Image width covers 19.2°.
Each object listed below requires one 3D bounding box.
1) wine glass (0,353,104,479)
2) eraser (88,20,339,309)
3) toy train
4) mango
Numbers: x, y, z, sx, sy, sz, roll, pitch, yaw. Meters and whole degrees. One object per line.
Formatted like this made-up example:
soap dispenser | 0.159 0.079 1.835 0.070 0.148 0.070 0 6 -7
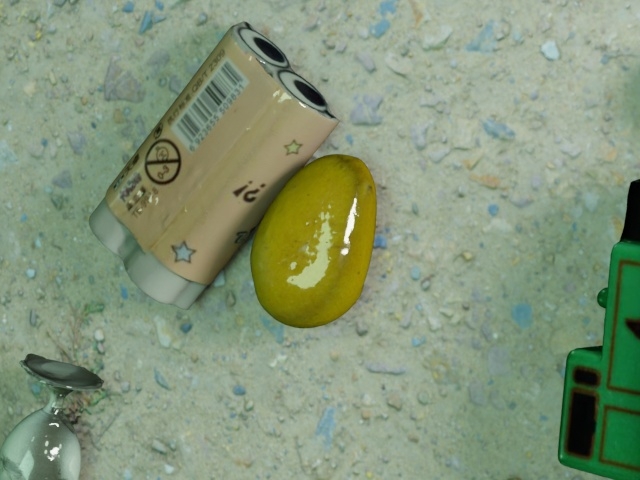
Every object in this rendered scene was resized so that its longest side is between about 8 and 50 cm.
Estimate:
wine glass | -0.328 0.253 2.216 0.103 0.103 0.222 20 100 29
eraser | -0.127 -0.083 2.101 0.171 0.087 0.290 49 113 23
toy train | 0.358 0.092 1.773 0.249 0.178 0.429 8 96 41
mango | 0.000 0.000 2.022 0.137 0.098 0.195 34 100 28
